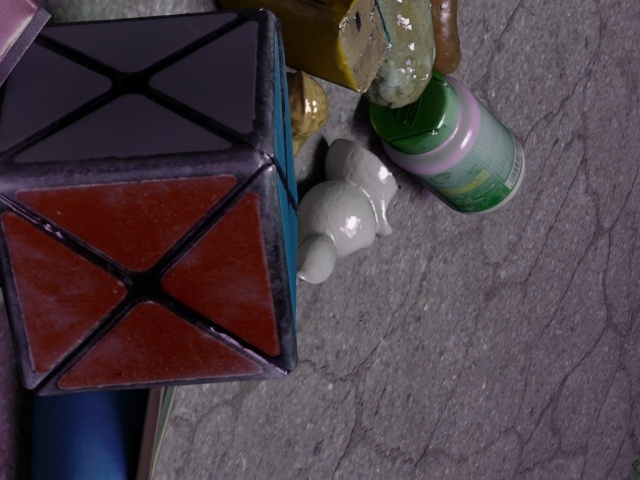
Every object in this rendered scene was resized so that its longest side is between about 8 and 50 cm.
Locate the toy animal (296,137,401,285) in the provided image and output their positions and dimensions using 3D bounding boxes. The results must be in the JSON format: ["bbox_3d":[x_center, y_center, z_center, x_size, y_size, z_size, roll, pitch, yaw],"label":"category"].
[{"bbox_3d":[0.003,-0.001,2.170,0.221,0.103,0.131,-55,149,-26],"label":"toy animal"}]

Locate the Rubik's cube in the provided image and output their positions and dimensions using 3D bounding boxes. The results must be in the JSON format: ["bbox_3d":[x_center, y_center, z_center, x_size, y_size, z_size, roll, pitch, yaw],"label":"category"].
[{"bbox_3d":[-0.150,-0.040,1.637,0.260,0.255,0.259,-94,180,-49],"label":"Rubik's cube"}]

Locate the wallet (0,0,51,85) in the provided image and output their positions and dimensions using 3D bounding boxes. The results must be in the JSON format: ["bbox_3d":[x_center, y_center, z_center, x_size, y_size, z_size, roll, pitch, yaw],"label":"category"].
[{"bbox_3d":[-0.334,-0.137,1.529,0.119,0.025,0.232,40,68,-22],"label":"wallet"}]

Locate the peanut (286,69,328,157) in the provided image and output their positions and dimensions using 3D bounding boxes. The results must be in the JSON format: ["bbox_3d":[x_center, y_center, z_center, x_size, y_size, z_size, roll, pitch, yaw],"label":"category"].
[{"bbox_3d":[-0.045,-0.132,1.959,0.093,0.083,0.194,-63,-170,-13],"label":"peanut"}]

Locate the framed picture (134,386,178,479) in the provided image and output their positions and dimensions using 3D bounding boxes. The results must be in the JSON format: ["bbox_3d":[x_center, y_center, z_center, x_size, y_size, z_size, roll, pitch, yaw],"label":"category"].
[{"bbox_3d":[-0.145,0.095,1.883,0.213,0.016,0.289,104,-1,-49],"label":"framed picture"}]

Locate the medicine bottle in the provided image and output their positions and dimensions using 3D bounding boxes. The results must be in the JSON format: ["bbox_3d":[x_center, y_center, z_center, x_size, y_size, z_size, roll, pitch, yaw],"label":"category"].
[{"bbox_3d":[0.160,-0.130,2.333,0.133,0.133,0.274,-67,152,-6],"label":"medicine bottle"}]

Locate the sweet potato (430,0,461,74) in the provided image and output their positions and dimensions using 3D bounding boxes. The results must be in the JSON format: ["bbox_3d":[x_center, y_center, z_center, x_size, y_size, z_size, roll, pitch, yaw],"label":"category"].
[{"bbox_3d":[0.138,-0.363,2.186,0.109,0.109,0.385,-47,155,-36],"label":"sweet potato"}]

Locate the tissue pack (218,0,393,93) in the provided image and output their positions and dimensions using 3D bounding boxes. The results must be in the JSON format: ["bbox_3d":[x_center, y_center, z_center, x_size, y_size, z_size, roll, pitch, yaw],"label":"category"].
[{"bbox_3d":[-0.019,-0.234,1.921,0.082,0.169,0.120,-55,149,-20],"label":"tissue pack"}]

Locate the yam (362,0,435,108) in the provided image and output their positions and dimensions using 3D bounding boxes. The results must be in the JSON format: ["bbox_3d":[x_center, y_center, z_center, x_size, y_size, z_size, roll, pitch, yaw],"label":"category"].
[{"bbox_3d":[0.049,-0.293,1.984,0.133,0.133,0.330,-45,131,-38],"label":"yam"}]

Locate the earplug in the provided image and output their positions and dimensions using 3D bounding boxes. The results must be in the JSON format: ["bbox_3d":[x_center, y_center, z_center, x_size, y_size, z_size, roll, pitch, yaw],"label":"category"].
[{"bbox_3d":[-0.234,0.178,1.856,0.132,0.132,0.273,-26,132,-52],"label":"earplug"}]
